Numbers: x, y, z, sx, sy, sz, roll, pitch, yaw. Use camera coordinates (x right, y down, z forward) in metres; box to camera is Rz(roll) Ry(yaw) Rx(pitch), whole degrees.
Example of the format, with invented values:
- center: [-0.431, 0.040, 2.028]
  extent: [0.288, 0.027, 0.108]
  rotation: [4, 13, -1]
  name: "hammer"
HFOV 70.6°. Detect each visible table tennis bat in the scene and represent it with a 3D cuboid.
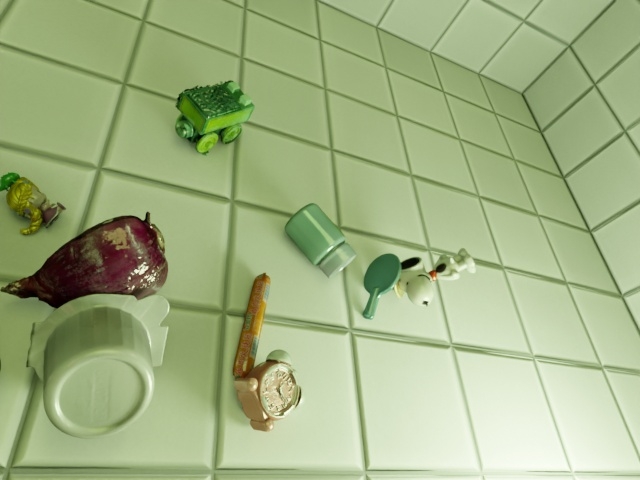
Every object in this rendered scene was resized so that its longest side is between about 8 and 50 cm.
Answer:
- center: [0.192, 0.149, 1.487]
  extent: [0.038, 0.149, 0.237]
  rotation: [37, 63, -33]
  name: "table tennis bat"

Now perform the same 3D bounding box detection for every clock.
- center: [-0.123, 0.374, 1.141]
  extent: [0.162, 0.093, 0.165]
  rotation: [-25, 97, -44]
  name: "clock"

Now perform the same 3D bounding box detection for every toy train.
- center: [-0.360, -0.419, 1.526]
  extent: [0.159, 0.188, 0.272]
  rotation: [49, 45, 8]
  name: "toy train"

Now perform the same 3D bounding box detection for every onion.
- center: [-0.507, 0.098, 1.030]
  extent: [0.349, 0.267, 0.159]
  rotation: [-29, 71, -16]
  name: "onion"

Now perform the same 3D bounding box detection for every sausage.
- center: [-0.186, 0.229, 1.243]
  extent: [0.053, 0.053, 0.347]
  rotation: [21, 49, -16]
  name: "sausage"

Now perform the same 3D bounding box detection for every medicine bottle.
- center: [0.000, 0.000, 1.465]
  extent: [0.225, 0.139, 0.139]
  rotation: [49, 47, 10]
  name: "medicine bottle"

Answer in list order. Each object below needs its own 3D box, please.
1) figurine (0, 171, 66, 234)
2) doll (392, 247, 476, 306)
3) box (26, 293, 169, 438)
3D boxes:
- center: [-0.741, -0.091, 1.126]
  extent: [0.156, 0.095, 0.115]
  rotation: [45, 65, -20]
  name: "figurine"
- center: [0.366, 0.109, 1.530]
  extent: [0.271, 0.144, 0.208]
  rotation: [-37, 46, -11]
  name: "doll"
- center: [-0.412, 0.246, 0.897]
  extent: [0.291, 0.206, 0.262]
  rotation: [-35, 116, -15]
  name: "box"
